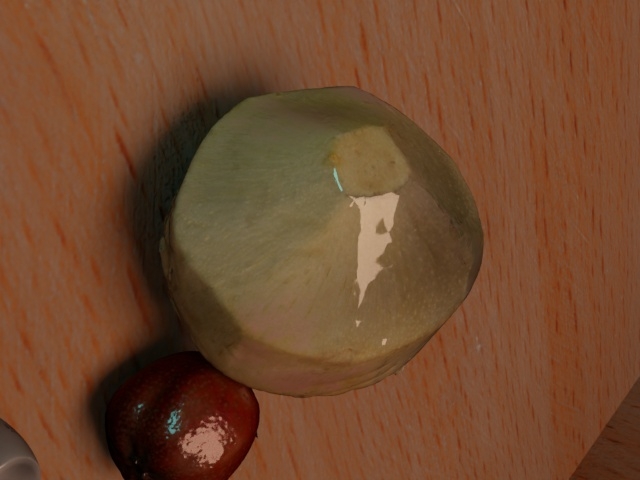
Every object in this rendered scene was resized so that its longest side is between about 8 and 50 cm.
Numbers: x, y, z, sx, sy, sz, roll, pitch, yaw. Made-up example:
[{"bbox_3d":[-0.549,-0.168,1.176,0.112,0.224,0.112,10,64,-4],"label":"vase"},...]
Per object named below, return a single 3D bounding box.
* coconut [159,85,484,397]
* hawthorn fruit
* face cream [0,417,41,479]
[{"bbox_3d":[0.000,0.000,1.044,0.353,0.353,0.352,-27,127,-43],"label":"coconut"},{"bbox_3d":[-0.148,0.200,1.091,0.188,0.169,0.169,-42,136,-40],"label":"hawthorn fruit"},{"bbox_3d":[-0.320,0.216,0.919,0.091,0.095,0.091,-27,126,-44],"label":"face cream"}]
